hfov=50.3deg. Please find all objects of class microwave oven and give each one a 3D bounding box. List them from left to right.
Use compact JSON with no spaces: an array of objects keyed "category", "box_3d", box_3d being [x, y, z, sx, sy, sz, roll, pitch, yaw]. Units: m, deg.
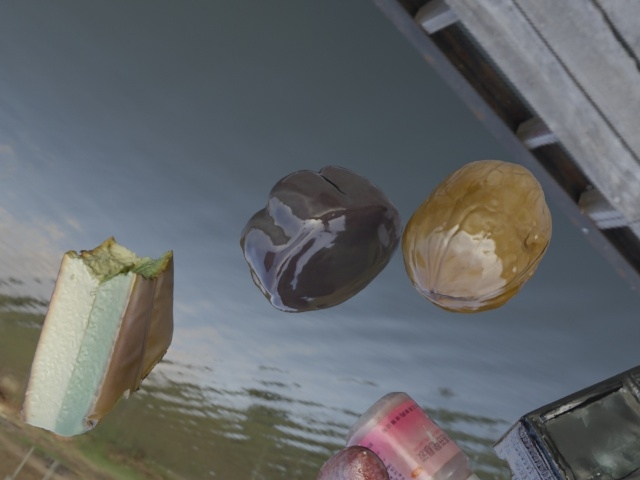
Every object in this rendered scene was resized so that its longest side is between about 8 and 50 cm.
[{"category":"microwave oven","box_3d":[0.431,0.330,1.063,0.188,0.248,0.178,102,146,-59]}]

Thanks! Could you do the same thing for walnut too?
[{"category":"walnut","box_3d":[0.195,-0.005,0.841,0.167,0.207,0.167,35,154,20]}]

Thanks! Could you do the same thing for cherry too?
[{"category":"cherry","box_3d":[0.032,0.378,0.942,0.107,0.090,0.225,30,113,31]}]

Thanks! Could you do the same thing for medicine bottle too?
[{"category":"medicine bottle","box_3d":[0.164,0.371,1.098,0.247,0.147,0.147,43,160,23]}]

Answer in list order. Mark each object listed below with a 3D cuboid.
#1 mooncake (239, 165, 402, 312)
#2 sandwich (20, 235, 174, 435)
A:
[{"category":"mooncake","box_3d":[0.000,0.000,1.046,0.133,0.245,0.244,47,165,32]},{"category":"sandwich","box_3d":[-0.277,0.107,0.856,0.108,0.220,0.186,15,124,12]}]
